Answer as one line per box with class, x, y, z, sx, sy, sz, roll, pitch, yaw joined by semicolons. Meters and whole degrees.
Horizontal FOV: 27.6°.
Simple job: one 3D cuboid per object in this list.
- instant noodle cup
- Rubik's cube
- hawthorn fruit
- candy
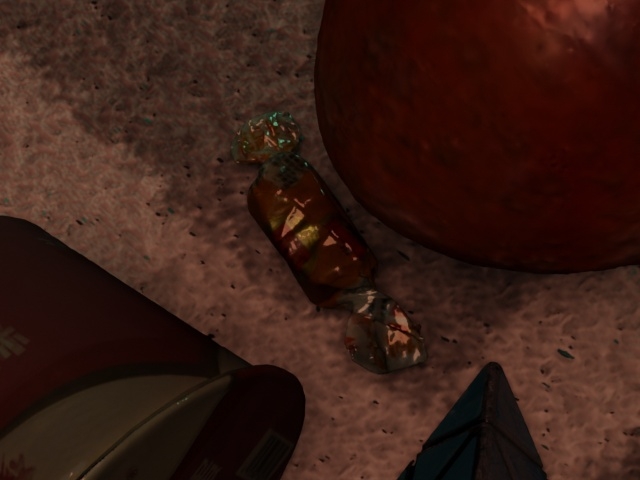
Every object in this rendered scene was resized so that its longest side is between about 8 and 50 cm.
instant noodle cup;-0.149;0.110;0.679;0.178;0.235;0.235;37;86;22
Rubik's cube;0.097;0.187;0.651;0.190;0.178;0.211;33;86;9
hawthorn fruit;0.134;-0.116;0.667;0.284;0.284;0.284;-1;79;7
candy;0.000;0.000;0.763;0.053;0.046;0.182;-32;75;-2
